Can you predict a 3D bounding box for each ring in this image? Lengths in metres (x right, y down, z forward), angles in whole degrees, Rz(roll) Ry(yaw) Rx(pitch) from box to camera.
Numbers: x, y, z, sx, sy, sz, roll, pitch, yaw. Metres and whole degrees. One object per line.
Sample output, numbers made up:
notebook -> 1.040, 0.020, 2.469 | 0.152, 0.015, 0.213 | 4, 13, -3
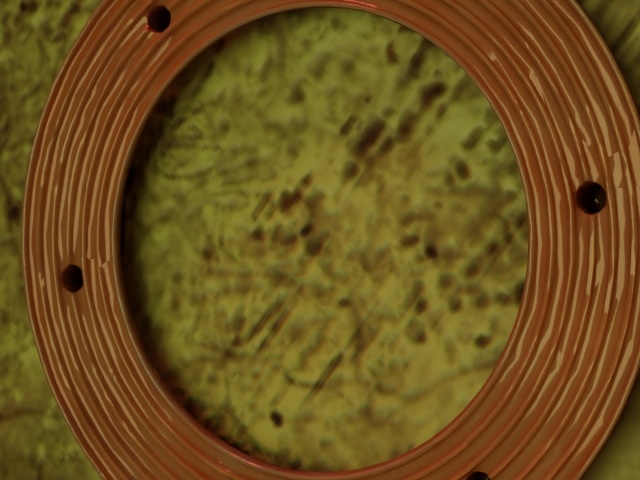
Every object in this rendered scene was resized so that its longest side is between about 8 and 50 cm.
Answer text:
ring -> 0.000, 0.000, 0.819 | 0.336, 0.032, 0.336 | 1, 91, 28
